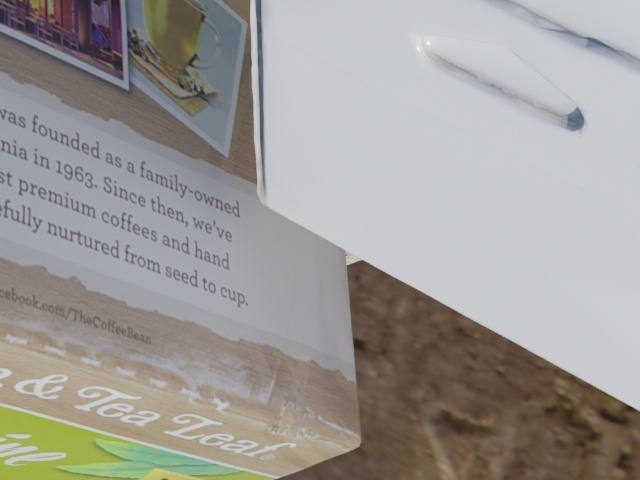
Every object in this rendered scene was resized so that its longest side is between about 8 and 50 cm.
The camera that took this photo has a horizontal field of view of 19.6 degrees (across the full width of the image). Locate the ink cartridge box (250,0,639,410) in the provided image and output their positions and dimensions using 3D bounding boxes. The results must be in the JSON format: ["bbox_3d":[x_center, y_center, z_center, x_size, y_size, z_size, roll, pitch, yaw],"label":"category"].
[{"bbox_3d":[0.111,-0.097,0.567,0.171,0.168,0.232,28,53,22],"label":"ink cartridge box"}]

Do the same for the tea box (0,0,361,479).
[{"bbox_3d":[-0.214,-0.019,0.645,0.329,0.323,0.220,22,54,-45],"label":"tea box"}]

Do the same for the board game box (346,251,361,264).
[{"bbox_3d":[0.000,0.000,1.715,0.154,0.103,0.026,-1,77,-43],"label":"board game box"}]
